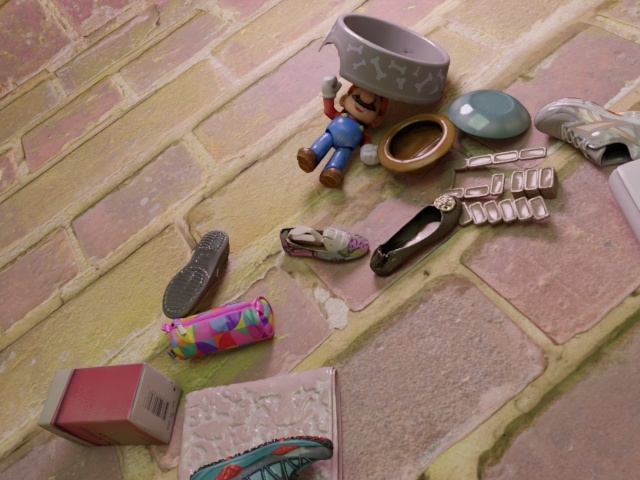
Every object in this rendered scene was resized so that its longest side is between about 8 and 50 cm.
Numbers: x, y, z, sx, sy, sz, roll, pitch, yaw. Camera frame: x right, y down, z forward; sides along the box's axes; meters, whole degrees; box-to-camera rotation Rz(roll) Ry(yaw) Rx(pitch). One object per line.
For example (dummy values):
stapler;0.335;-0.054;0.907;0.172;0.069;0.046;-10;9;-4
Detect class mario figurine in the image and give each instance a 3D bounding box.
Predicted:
mario figurine;0.073;-0.303;1.493;0.170;0.198;0.320;11;63;46

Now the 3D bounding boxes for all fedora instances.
fedora;0.237;-0.219;1.419;0.195;0.079;0.194;-14;50;18

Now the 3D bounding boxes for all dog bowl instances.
dog bowl;0.174;-0.476;1.516;0.349;0.102;0.348;14;35;-10

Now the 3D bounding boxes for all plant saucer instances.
plant saucer;0.403;-0.314;1.399;0.195;0.037;0.194;0;47;0

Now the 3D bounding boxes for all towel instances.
towel;-0.122;0.407;1.110;0.332;0.053;0.316;-13;49;15

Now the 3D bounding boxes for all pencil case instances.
pencil case;-0.220;0.193;1.292;0.237;0.104;0.104;-16;49;10

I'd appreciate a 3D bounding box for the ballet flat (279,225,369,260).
ballet flat;0.000;0.000;1.356;0.222;0.079;0.076;3;55;27

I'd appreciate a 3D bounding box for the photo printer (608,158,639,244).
photo printer;0.693;-0.035;1.036;0.256;0.107;0.307;-16;49;13

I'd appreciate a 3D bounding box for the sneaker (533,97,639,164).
sneaker;0.575;-0.222;1.253;0.263;0.099;0.121;18;68;36

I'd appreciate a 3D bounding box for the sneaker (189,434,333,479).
sneaker;-0.089;0.417;1.007;0.262;0.104;0.125;-23;66;10

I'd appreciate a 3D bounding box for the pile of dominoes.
pile of dominoes;0.387;-0.107;1.302;0.251;0.040;0.195;-5;55;32

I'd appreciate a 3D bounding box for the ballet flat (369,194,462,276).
ballet flat;0.205;-0.018;1.281;0.250;0.058;0.084;-39;43;-3

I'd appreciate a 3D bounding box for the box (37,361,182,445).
box;-0.438;0.349;1.239;0.233;0.148;0.126;-9;52;20

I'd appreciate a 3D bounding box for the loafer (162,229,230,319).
loafer;-0.284;0.093;1.413;0.095;0.087;0.251;16;57;24
